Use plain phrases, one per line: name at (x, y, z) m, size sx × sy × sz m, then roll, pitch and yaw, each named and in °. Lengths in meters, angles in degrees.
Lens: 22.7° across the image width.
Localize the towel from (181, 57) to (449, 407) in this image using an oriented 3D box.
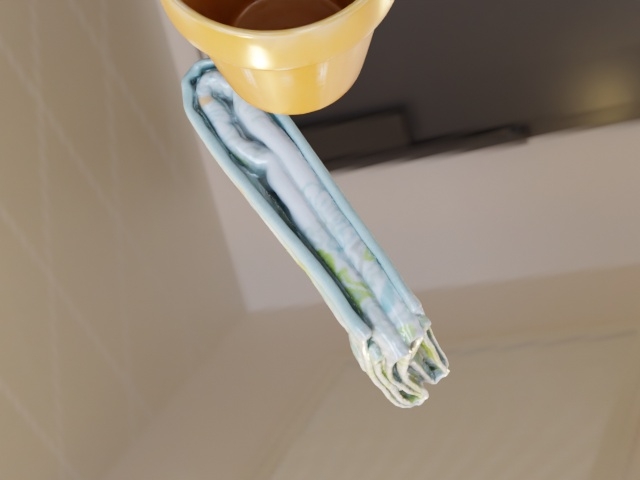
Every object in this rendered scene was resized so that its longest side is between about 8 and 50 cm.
towel at (0.000, 0.000, 1.706) m, size 0.090 × 0.374 × 0.320 m, roll -34°, pitch 162°, yaw -1°

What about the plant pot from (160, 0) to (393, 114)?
plant pot at (-0.030, -0.206, 1.336) m, size 0.205 × 0.205 × 0.188 m, roll -16°, pitch 154°, yaw -3°
